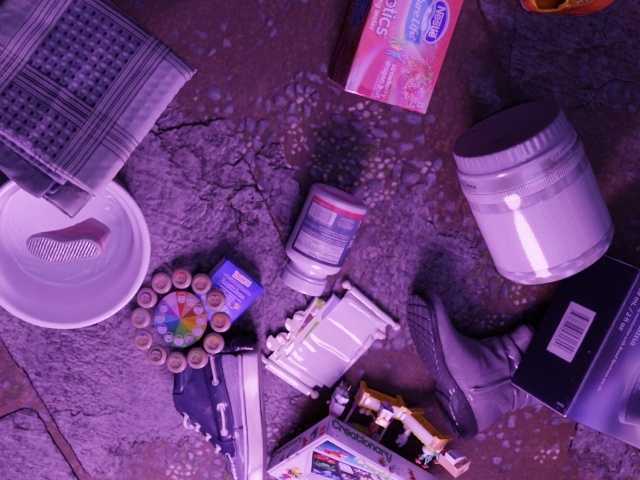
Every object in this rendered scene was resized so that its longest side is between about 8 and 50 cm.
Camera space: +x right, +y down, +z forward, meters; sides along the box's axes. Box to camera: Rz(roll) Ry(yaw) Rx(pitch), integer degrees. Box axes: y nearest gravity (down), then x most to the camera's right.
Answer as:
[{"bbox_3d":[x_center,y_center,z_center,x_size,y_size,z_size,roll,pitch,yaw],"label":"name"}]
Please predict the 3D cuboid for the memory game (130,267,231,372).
[{"bbox_3d":[-0.246,0.139,1.790,0.186,0.012,0.186,-1,84,13],"label":"memory game"}]

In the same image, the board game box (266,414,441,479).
[{"bbox_3d":[0.077,0.455,1.935,0.305,0.053,0.193,34,132,-19],"label":"board game box"}]

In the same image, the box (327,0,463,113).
[{"bbox_3d":[0.136,-0.378,1.680,0.154,0.142,0.300,14,104,-16],"label":"box"}]

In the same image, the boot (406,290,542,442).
[{"bbox_3d":[0.305,0.201,1.933,0.223,0.118,0.338,-26,118,-9],"label":"boot"}]

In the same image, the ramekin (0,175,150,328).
[{"bbox_3d":[-0.424,-0.006,1.693,0.277,0.135,0.277,-4,109,-11],"label":"ramekin"}]

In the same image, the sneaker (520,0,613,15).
[{"bbox_3d":[0.436,-0.417,1.769,0.175,0.067,0.064,-10,107,-10],"label":"sneaker"}]

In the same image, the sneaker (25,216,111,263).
[{"bbox_3d":[-0.391,-0.002,1.608,0.134,0.070,0.051,-1,120,19],"label":"sneaker"}]

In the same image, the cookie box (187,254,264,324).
[{"bbox_3d":[-0.170,0.094,1.826,0.092,0.040,0.107,42,96,-19],"label":"cookie box"}]

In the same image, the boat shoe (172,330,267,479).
[{"bbox_3d":[-0.182,0.332,1.862,0.158,0.127,0.340,-2,100,1],"label":"boat shoe"}]

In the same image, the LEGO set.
[{"bbox_3d":[0.139,0.370,1.928,0.287,0.132,0.107,30,106,4],"label":"LEGO set"}]

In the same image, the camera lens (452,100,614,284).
[{"bbox_3d":[0.373,-0.077,1.783,0.219,0.219,0.274,-27,111,-2],"label":"camera lens"}]

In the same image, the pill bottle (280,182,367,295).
[{"bbox_3d":[0.000,0.000,1.794,0.108,0.108,0.180,20,103,-17],"label":"pill bottle"}]

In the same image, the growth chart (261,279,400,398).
[{"bbox_3d":[0.011,0.184,1.901,0.237,0.021,0.172,-42,110,4],"label":"growth chart"}]

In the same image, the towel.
[{"bbox_3d":[-0.406,-0.240,1.579,0.312,0.056,0.324,37,77,-6],"label":"towel"}]

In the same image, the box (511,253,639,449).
[{"bbox_3d":[0.569,0.211,1.896,0.294,0.183,0.296,25,93,-28],"label":"box"}]
